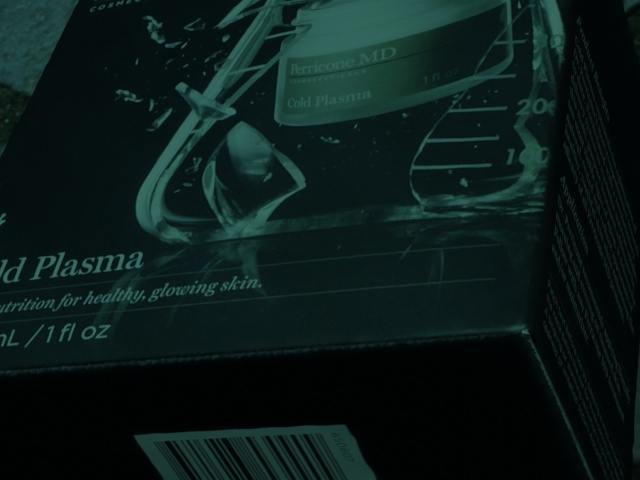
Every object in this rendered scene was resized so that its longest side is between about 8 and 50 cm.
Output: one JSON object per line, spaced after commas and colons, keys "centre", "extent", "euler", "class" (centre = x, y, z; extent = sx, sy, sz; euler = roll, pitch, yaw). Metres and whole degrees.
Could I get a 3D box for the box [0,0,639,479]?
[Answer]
{"centre": [0.000, 0.000, 1.120], "extent": [0.480, 0.297, 0.471], "euler": [-7, 44, 23], "class": "box"}
